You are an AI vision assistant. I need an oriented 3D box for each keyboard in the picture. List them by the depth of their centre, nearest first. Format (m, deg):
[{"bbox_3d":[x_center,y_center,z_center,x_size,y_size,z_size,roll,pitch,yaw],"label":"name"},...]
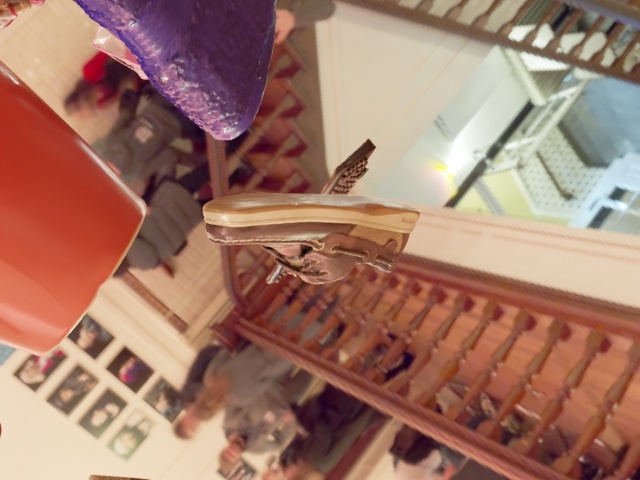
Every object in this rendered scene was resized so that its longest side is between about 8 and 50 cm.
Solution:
[{"bbox_3d":[0.014,-0.055,1.402,0.033,0.201,0.317,39,132,5],"label":"keyboard"}]

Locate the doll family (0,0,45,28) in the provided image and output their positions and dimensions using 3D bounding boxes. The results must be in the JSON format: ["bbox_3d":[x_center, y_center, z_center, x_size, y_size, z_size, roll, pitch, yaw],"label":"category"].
[{"bbox_3d":[-0.319,-0.305,0.876,0.263,0.163,0.118,-14,121,18],"label":"doll family"}]

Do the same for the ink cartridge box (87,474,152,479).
[{"bbox_3d":[-0.233,0.404,0.893,0.088,0.235,0.193,11,175,-21],"label":"ink cartridge box"}]

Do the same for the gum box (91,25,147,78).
[{"bbox_3d":[-0.215,-0.308,1.041,0.062,0.188,0.107,26,-175,24],"label":"gum box"}]

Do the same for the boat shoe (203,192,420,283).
[{"bbox_3d":[0.000,0.000,0.817,0.103,0.092,0.285,13,-171,39],"label":"boat shoe"}]

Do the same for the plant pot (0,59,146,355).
[{"bbox_3d":[-0.331,-0.026,0.799,0.243,0.275,0.275,37,166,-20],"label":"plant pot"}]

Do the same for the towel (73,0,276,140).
[{"bbox_3d":[-0.111,-0.230,0.509,0.076,0.228,0.308,8,163,25],"label":"towel"}]
